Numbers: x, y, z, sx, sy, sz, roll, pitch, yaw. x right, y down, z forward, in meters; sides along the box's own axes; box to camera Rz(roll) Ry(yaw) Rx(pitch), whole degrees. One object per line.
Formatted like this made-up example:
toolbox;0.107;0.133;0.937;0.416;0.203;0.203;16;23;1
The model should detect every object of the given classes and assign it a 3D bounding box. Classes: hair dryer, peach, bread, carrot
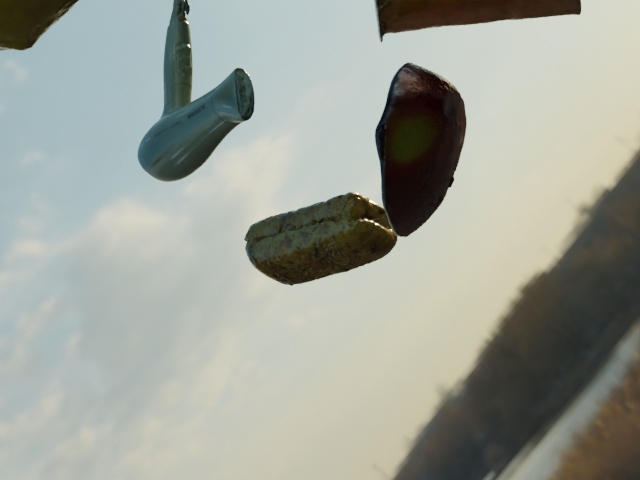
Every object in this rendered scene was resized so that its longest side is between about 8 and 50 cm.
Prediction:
hair dryer;-0.146;-0.207;1.767;0.075;0.237;0.206;8;-26;-33
peach;0.123;-0.091;1.690;0.279;0.068;0.189;37;-116;-71
bread;0.000;0.000;2.079;0.211;0.114;0.083;-20;56;38
carrot;0.182;-0.344;1.813;0.254;0.196;0.196;-9;-8;5

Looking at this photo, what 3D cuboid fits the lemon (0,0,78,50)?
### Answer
lemon;-0.354;-0.311;1.547;0.233;0.288;0.233;-19;-60;-38
